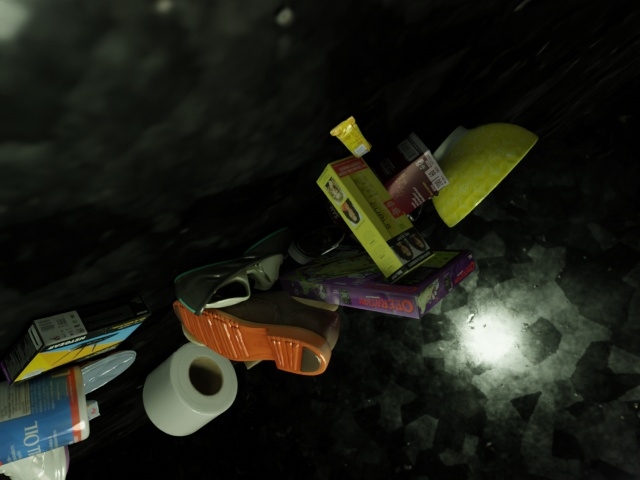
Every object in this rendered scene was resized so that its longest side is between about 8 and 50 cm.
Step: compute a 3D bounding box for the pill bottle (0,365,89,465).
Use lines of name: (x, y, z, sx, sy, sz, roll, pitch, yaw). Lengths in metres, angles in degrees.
pill bottle: (-0.489, 0.281, 0.665, 0.221, 0.124, 0.124, -8, 155, -32)

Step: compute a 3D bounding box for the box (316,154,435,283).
box: (0.096, -0.043, 0.765, 0.087, 0.232, 0.058, -25, 164, -36)

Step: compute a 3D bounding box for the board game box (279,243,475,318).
board game box: (0.103, 0.068, 0.870, 0.208, 0.056, 0.347, -22, -164, -41)

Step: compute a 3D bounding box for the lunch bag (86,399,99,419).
lunch bag: (-0.655, 0.464, 1.158, 0.083, 0.053, 0.071, -12, -179, 31)

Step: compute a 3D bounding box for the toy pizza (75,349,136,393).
toy pizza: (-0.508, 0.295, 0.944, 0.201, 0.032, 0.201, -34, 167, -9)

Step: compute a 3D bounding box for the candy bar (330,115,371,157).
candy bar: (0.055, -0.164, 0.701, 0.040, 0.018, 0.161, -34, 169, 13)

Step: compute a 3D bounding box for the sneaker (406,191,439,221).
sneaker: (0.177, -0.083, 1.079, 0.109, 0.130, 0.286, -27, 167, -39)

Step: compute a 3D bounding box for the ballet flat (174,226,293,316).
ballet flat: (-0.151, 0.068, 0.863, 0.280, 0.096, 0.095, -27, 166, -31)

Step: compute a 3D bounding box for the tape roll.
tape roll: (-0.413, 0.471, 1.376, 0.169, 0.246, 0.246, -40, 167, 26)

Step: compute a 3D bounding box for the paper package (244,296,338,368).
paper package: (-0.146, 0.314, 1.667, 0.325, 0.168, 0.309, -24, 164, -45)

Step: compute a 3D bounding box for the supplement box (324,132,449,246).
supplement box: (0.143, -0.103, 0.927, 0.239, 0.073, 0.130, -38, 138, 15)

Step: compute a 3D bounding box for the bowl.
bowl: (0.361, -0.187, 1.052, 0.289, 0.156, 0.289, -46, 173, -8)

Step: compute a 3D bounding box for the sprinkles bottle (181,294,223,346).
sprinkles bottle: (-0.255, 0.222, 1.124, 0.121, 0.121, 0.355, -33, 168, -9)

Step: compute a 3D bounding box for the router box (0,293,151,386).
router box: (-0.386, 0.155, 0.690, 0.133, 0.046, 0.179, -40, 167, 27)

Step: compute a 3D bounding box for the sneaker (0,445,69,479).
sneaker: (-0.559, 0.381, 0.800, 0.152, 0.114, 0.305, -9, 118, -46)

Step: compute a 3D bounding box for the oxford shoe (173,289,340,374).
oxford shoe: (-0.134, 0.167, 0.887, 0.133, 0.363, 0.130, -56, 151, -47)

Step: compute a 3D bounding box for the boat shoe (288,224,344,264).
boat shoe: (0.000, 0.000, 1.061, 0.076, 0.080, 0.228, -50, 163, 23)
